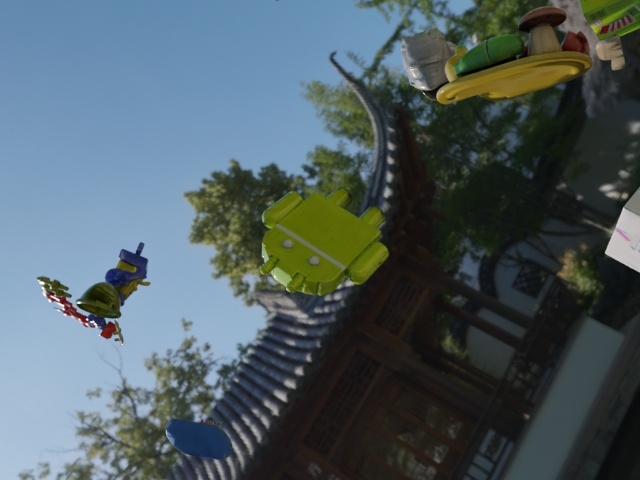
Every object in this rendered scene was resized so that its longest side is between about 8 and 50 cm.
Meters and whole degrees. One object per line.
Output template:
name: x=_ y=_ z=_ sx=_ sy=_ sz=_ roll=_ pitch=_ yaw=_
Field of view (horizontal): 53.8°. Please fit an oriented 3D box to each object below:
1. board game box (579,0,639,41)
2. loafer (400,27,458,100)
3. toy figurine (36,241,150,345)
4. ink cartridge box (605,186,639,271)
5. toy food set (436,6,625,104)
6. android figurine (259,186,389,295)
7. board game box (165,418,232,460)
board game box: x=0.458 y=-0.343 z=0.854 sx=0.092 sy=0.181 sz=0.043 roll=18 pitch=-119 yaw=-49
loafer: x=0.220 y=-0.326 z=1.221 sx=0.319 sy=0.112 sz=0.111 roll=-25 pitch=-77 yaw=-68
toy figurine: x=-0.469 y=0.076 z=1.399 sx=0.217 sy=0.191 sz=0.362 roll=-61 pitch=3 yaw=-23
ink cartridge box: x=0.509 y=-0.026 z=0.951 sx=0.092 sy=0.090 sz=0.143 roll=-45 pitch=-30 yaw=-20
toy food set: x=0.236 y=-0.218 z=0.730 sx=0.128 sy=0.218 sz=0.071 roll=-2 pitch=-96 yaw=-54
android figurine: x=0.000 y=0.000 z=1.206 sx=0.273 sy=0.248 sz=0.056 roll=-40 pitch=-27 yaw=-34
board game box: x=-0.288 y=0.471 z=1.525 sx=0.033 sy=0.169 sz=0.133 roll=-68 pitch=-20 yaw=-53
